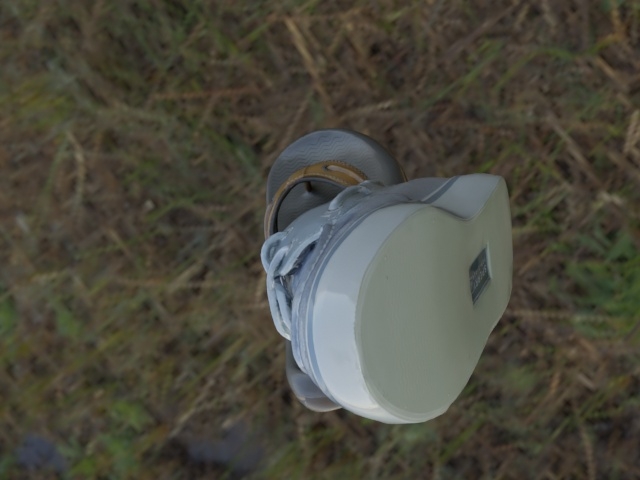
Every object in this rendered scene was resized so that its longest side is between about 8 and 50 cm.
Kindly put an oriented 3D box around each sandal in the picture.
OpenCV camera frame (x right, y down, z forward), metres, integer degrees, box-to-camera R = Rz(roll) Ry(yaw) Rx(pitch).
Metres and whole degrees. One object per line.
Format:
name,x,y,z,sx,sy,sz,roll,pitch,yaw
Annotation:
sandal,0.000,0.000,0.811,0.090,0.219,0.060,-25,124,19

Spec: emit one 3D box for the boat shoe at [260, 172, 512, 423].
boat shoe,0.021,0.019,0.605,0.081,0.227,0.079,-3,100,19
